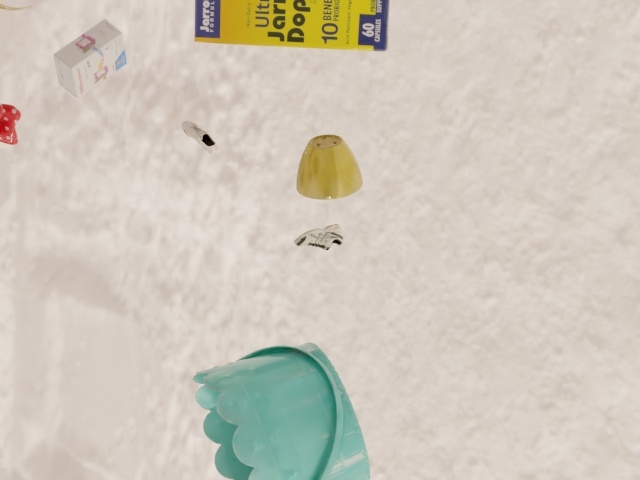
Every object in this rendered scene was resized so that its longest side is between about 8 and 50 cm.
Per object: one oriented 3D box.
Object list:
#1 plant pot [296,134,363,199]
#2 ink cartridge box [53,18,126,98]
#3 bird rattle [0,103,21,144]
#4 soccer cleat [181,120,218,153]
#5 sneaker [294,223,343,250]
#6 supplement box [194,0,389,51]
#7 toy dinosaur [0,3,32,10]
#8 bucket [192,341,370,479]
[{"bbox_3d":[0.015,-0.152,1.903,0.134,0.134,0.095,-134,33,-54],"label":"plant pot"},{"bbox_3d":[-0.416,-0.328,1.757,0.052,0.122,0.088,40,154,17],"label":"ink cartridge box"},{"bbox_3d":[-0.665,-0.288,1.813,0.253,0.143,0.207,26,120,44],"label":"bird rattle"},{"bbox_3d":[-0.215,-0.188,1.730,0.083,0.029,0.035,43,162,9],"label":"soccer cleat"},{"bbox_3d":[0.000,0.000,1.540,0.037,0.083,0.032,70,157,10],"label":"sneaker"},{"bbox_3d":[-0.050,-0.463,1.824,0.195,0.356,0.194,-91,3,-77],"label":"supplement box"},{"bbox_3d":[-0.581,-0.408,1.601,0.092,0.183,0.053,-6,62,45],"label":"toy dinosaur"},{"bbox_3d":[-0.058,0.291,1.433,0.281,0.183,0.281,161,90,-73],"label":"bucket"}]
